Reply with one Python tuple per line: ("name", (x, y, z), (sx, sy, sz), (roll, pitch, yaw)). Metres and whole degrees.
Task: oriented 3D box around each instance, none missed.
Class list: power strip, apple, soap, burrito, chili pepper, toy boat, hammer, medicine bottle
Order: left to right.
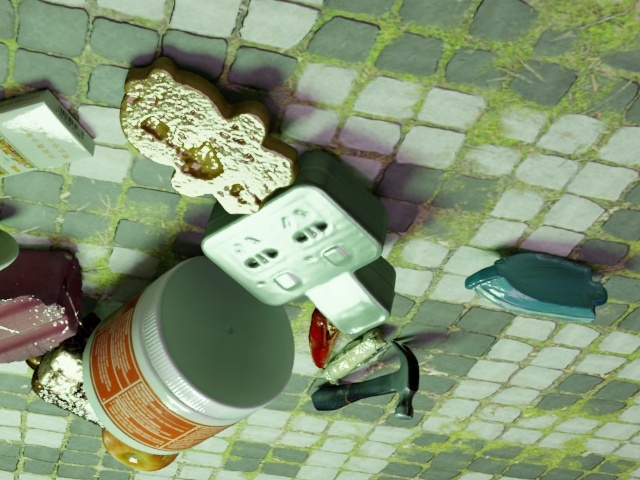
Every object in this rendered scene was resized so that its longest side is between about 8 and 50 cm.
("soap", (-0.491, 0.099, 1.804), (0.289, 0.112, 0.182), (-19, 142, 29))
("apple", (-0.325, 0.351, 2.171), (0.163, 0.139, 0.163), (12, 146, 8))
("medicine bottle", (-0.206, 0.181, 1.789), (0.253, 0.252, 0.241), (24, 142, -31))
("power strip", (0.000, 0.000, 1.644), (0.229, 0.141, 0.261), (-27, 123, 36))
("chili pepper", (0.007, 0.147, 1.919), (0.050, 0.059, 0.268), (38, 153, 15))
("burrito", (0.058, 0.199, 2.001), (0.045, 0.041, 0.185), (39, 136, -10))
("hammer", (0.074, 0.258, 2.041), (0.037, 0.137, 0.290), (22, 156, -29))
("toy boat", (0.320, 0.080, 1.759), (0.215, 0.088, 0.102), (11, 150, -16))

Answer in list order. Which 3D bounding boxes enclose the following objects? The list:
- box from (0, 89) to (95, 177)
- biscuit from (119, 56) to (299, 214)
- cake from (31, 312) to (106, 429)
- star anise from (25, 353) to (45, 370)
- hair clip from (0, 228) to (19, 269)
("box", (-0.421, -0.129, 1.520), (0.220, 0.032, 0.122), (-11, 146, 18))
("biscuit", (-0.148, -0.130, 1.462), (0.249, 0.035, 0.184), (33, 130, -20))
("cake", (-0.350, 0.252, 1.872), (0.246, 0.135, 0.112), (48, 118, 0))
("star anise", (-0.426, 0.203, 1.987), (0.212, 0.053, 0.157), (23, 119, 7))
("hair clip", (-0.585, 0.037, 1.687), (0.282, 0.172, 0.113), (-25, 132, 17))
